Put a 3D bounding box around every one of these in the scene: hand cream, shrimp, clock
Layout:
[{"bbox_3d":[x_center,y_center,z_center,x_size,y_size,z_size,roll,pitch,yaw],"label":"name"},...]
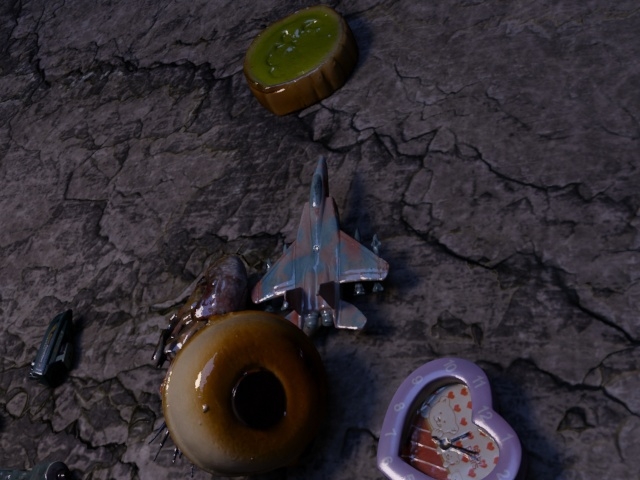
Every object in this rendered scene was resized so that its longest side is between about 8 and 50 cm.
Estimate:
[{"bbox_3d":[-0.492,0.383,1.285,0.248,0.052,0.075,-12,50,21],"label":"hand cream"},{"bbox_3d":[-0.174,0.174,1.224,0.145,0.116,0.343,-22,46,46],"label":"shrimp"},{"bbox_3d":[0.154,0.251,1.010,0.172,0.064,0.198,-29,46,7],"label":"clock"}]

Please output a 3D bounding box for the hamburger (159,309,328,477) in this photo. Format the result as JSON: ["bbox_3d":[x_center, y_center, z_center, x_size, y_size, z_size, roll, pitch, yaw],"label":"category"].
[{"bbox_3d":[-0.097,0.202,1.093,0.237,0.237,0.147,-56,14,-18],"label":"hamburger"}]

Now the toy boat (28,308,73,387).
[{"bbox_3d":[-0.454,0.179,1.418,0.060,0.055,0.141,5,55,6],"label":"toy boat"}]

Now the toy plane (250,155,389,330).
[{"bbox_3d":[0.003,0.005,1.263,0.223,0.104,0.326,-12,47,20],"label":"toy plane"}]

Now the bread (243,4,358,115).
[{"bbox_3d":[-0.041,-0.350,1.582,0.236,0.070,0.236,-14,50,18],"label":"bread"}]
